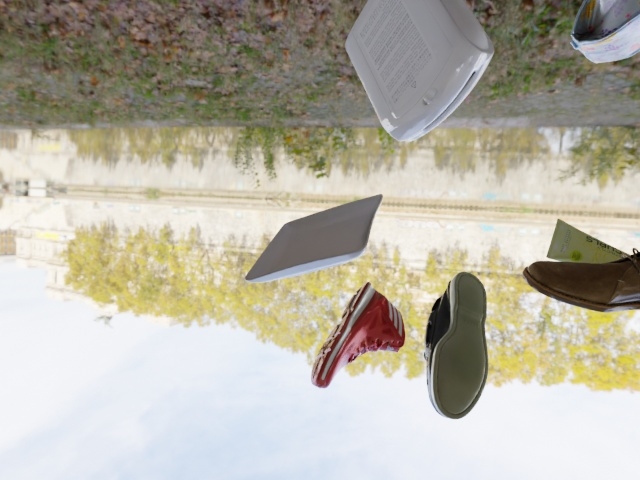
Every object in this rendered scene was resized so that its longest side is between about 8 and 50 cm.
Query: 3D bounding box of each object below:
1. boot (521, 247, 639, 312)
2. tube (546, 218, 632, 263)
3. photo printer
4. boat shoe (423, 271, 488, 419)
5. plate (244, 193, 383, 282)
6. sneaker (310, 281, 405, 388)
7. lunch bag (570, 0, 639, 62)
[{"bbox_3d":[0.488,0.050,0.658,0.306,0.115,0.112,6,-149,2],"label":"boot"},{"bbox_3d":[0.601,0.042,0.866,0.240,0.062,0.070,24,-142,0],"label":"tube"},{"bbox_3d":[0.187,-0.375,0.816,0.107,0.307,0.256,-6,154,-33],"label":"photo printer"},{"bbox_3d":[0.284,0.229,0.900,0.127,0.339,0.113,24,144,-9],"label":"boat shoe"},{"bbox_3d":[0.000,0.000,0.911,0.278,0.045,0.277,-15,-157,23],"label":"plate"},{"bbox_3d":[0.084,0.190,0.735,0.128,0.221,0.087,35,152,-1],"label":"sneaker"},{"bbox_3d":[0.250,-0.188,0.330,0.071,0.053,0.083,-3,150,-42],"label":"lunch bag"}]
